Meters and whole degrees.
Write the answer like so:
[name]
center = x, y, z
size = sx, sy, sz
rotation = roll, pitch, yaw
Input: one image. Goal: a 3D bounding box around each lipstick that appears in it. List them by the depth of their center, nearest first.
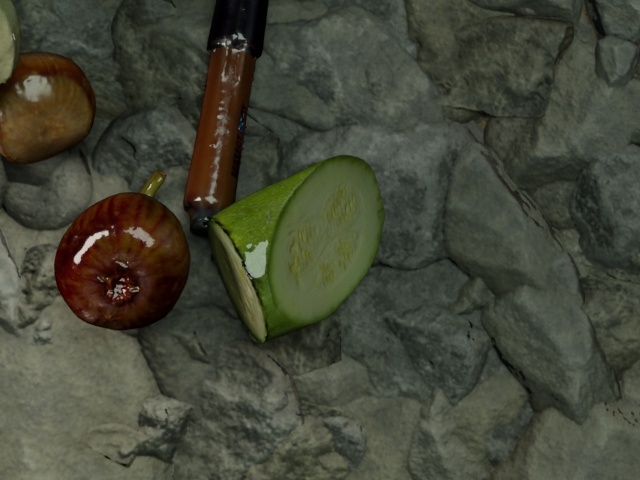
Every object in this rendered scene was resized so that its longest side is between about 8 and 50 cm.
[lipstick]
center = -0.123, -0.207, 1.739
size = 0.077, 0.077, 0.419
rotation = 11, 74, -11

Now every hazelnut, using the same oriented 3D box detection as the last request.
[hazelnut]
center = -0.365, -0.174, 1.650
size = 0.150, 0.150, 0.150
rotation = 4, 74, -13

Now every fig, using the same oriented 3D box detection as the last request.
[fig]
center = -0.243, 0.014, 1.622
size = 0.175, 0.207, 0.175
rotation = -3, 111, -7

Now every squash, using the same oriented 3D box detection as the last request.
[squash]
center = 0.000, 0.000, 1.649
size = 0.260, 0.189, 0.189
rotation = -23, 81, -17

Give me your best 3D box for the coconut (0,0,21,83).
[coconut]
center = -0.518, -0.266, 1.516
size = 0.297, 0.297, 0.254
rotation = -33, 50, -20
